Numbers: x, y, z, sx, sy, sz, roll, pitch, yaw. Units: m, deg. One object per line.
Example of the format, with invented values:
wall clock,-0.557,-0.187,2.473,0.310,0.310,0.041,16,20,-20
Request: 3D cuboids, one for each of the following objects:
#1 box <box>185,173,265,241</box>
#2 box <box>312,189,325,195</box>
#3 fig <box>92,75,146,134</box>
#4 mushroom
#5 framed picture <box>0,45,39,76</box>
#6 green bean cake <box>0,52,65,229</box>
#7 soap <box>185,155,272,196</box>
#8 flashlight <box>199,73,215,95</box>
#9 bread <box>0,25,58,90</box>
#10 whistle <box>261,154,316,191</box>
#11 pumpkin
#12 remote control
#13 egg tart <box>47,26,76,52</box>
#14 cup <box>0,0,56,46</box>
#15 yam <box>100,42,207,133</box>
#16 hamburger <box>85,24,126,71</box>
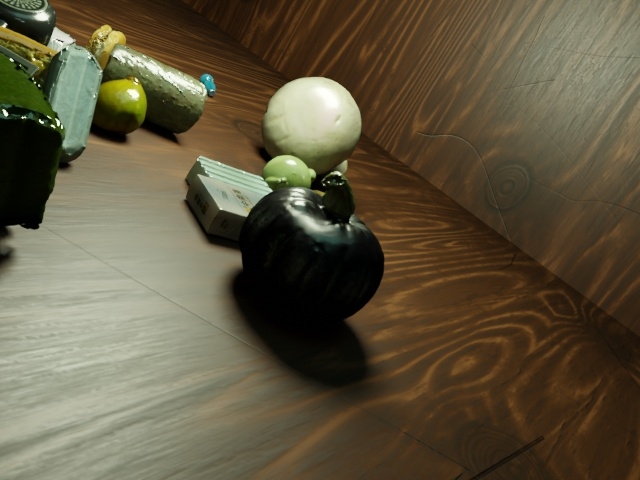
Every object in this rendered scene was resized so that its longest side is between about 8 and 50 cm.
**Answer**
box,-0.162,-0.054,1.504,0.243,0.067,0.155,16,23,-41
box,0.012,-0.101,1.955,0.105,0.037,0.105,28,19,-10
fig,-0.477,-0.312,1.590,0.136,0.121,0.153,24,45,-8
mushroom,-0.024,-0.322,2.112,0.315,0.356,0.315,-12,21,5
framed picture,-0.679,-0.311,1.228,0.252,0.014,0.197,30,61,-5
green bean cake,-0.556,-0.152,0.930,0.319,0.218,0.335,3,27,-43
soap,-0.210,-0.126,1.612,0.198,0.066,0.119,17,22,-39
flashlight,-0.404,-0.557,2.440,0.051,0.051,0.129,21,26,-31
bread,-0.606,-0.329,1.374,0.288,0.153,0.119,23,-8,-27
whistle,-0.080,-0.150,1.845,0.141,0.141,0.294,36,1,10
pumpkin,0.000,0.000,1.306,0.295,0.296,0.296,29,19,-11
remote control,-0.493,-0.269,1.329,0.104,0.052,0.247,19,65,-34
egg tart,-0.703,-0.495,1.726,0.234,0.094,0.234,25,20,-10
cup,-0.699,-0.459,1.505,0.169,0.176,0.223,26,36,-15
yam,-0.447,-0.392,1.767,0.268,0.161,0.161,21,22,-30
hamburger,-0.602,-0.520,1.879,0.083,0.138,0.147,31,27,-10
